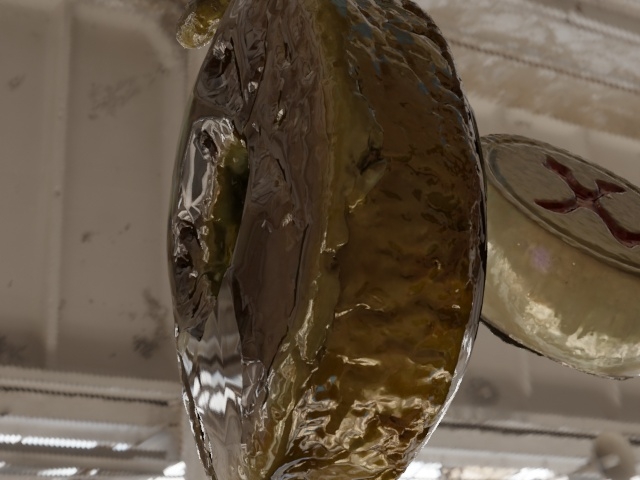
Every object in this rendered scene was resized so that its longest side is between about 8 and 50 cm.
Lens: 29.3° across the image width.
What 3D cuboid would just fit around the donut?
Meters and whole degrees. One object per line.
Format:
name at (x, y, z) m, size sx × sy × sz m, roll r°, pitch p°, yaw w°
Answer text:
donut at (0.000, 0.000, 0.759) m, size 0.159 × 0.330 × 0.330 m, roll 12°, pitch -119°, yaw -23°

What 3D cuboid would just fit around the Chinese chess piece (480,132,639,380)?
Chinese chess piece at (0.282, 0.013, 1.406) m, size 0.338 × 0.141 × 0.338 m, roll 20°, pitch -155°, yaw -10°

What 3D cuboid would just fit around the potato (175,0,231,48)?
potato at (-0.122, -0.246, 1.321) m, size 0.045 × 0.092 × 0.046 m, roll 42°, pitch -169°, yaw -4°
